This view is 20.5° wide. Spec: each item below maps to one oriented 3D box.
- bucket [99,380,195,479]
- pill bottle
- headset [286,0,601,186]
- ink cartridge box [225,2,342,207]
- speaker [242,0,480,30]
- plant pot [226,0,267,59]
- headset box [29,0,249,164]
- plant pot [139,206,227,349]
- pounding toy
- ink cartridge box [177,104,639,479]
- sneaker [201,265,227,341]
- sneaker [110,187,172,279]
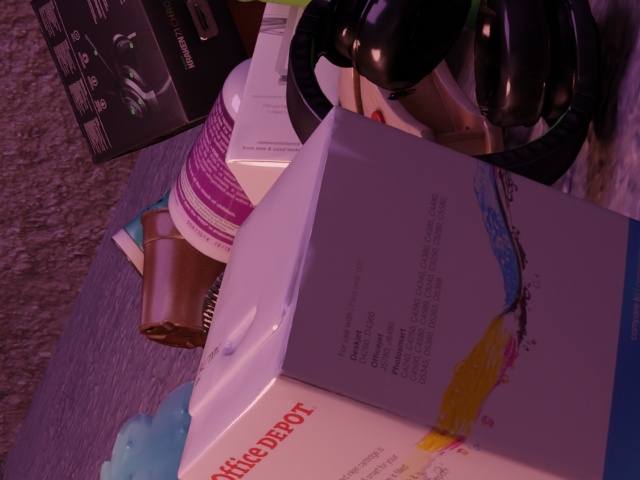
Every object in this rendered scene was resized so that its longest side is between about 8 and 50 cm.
[{"bbox_3d":[-0.051,0.266,1.405,0.183,0.281,0.281,-95,28,-57],"label":"bucket"},{"bbox_3d":[-0.064,-0.123,2.202,0.169,0.169,0.301,-85,20,-48],"label":"pill bottle"},{"bbox_3d":[0.119,-0.155,1.470,0.185,0.243,0.394,96,-164,-48],"label":"headset"},{"bbox_3d":[0.013,-0.154,1.867,0.207,0.117,0.283,59,-140,-58],"label":"ink cartridge box"},{"bbox_3d":[0.035,-0.281,1.725,0.131,0.296,0.131,10,-90,-72],"label":"speaker"},{"bbox_3d":[-0.112,-0.306,2.494,0.291,0.291,0.203,-130,43,-75],"label":"plant pot"},{"bbox_3d":[-0.231,-0.259,2.343,0.283,0.131,0.246,-19,94,54],"label":"headset box"},{"bbox_3d":[-0.179,0.057,2.443,0.167,0.167,0.165,141,139,-65],"label":"plant pot"},{"bbox_3d":[0.063,-0.086,1.596,0.154,0.155,0.269,113,143,-60],"label":"pounding toy"},{"bbox_3d":[0.077,0.079,1.141,0.198,0.270,0.197,132,155,-56],"label":"ink cartridge box"},{"bbox_3d":[-0.042,0.076,1.828,0.330,0.122,0.146,99,-164,-56],"label":"sneaker"},{"bbox_3d":[-0.198,-0.002,2.670,0.178,0.124,0.295,-40,-17,-2],"label":"sneaker"}]
